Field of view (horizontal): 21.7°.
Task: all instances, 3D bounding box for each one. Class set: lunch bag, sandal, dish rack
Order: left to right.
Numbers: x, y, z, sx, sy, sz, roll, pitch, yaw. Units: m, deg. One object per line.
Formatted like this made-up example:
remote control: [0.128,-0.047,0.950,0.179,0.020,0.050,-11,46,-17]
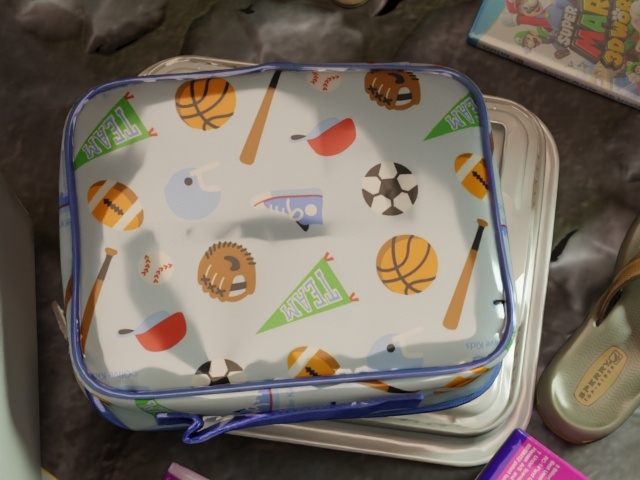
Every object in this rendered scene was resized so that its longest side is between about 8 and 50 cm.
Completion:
lunch bag: [-0.028,0.011,1.092,0.303,0.115,0.243,-5,74,-3]
dish rack: [0.000,0.000,1.191,0.332,0.072,0.286,8,71,2]
sandal: [0.228,0.045,1.176,0.090,0.060,0.219,38,76,12]

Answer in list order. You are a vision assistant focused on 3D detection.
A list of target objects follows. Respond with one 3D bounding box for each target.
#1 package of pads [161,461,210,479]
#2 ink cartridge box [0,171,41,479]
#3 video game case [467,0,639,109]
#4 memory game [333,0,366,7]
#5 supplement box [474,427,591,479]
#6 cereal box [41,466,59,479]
package of pads: [-0.078,0.191,1.144,0.083,0.032,0.050,26,71,9]
ink cartridge box: [-0.380,0.104,1.069,0.384,0.160,0.279,-10,63,6]
video game case: [0.210,-0.172,1.275,0.166,0.015,0.119,22,73,8]
memory game: [0.021,-0.267,1.310,0.186,0.012,0.186,0,72,0]
supplement box: [0.178,0.238,1.084,0.220,0.111,0.114,37,75,11]
cereal box: [-0.293,0.227,1.125,0.173,0.047,0.240,34,74,12]
